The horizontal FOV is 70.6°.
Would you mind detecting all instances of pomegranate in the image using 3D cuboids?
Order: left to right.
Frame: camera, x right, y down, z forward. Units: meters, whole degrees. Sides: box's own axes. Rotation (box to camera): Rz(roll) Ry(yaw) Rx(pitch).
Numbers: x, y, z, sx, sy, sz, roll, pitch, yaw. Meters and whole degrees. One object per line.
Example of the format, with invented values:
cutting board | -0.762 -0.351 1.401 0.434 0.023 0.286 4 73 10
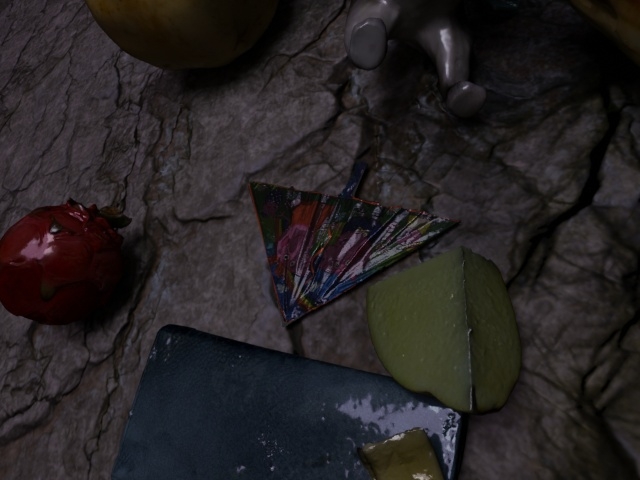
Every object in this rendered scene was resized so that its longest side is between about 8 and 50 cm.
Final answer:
pomegranate | -0.234 -0.455 0.765 0.332 0.332 0.333 -13 58 22

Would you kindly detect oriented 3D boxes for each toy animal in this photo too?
toy animal | 0.126 -0.362 0.505 0.194 0.344 0.303 10 47 -4

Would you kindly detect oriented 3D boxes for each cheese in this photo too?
cheese | 0.069 0.196 0.350 0.060 0.041 0.084 -22 52 7

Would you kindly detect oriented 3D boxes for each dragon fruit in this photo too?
dragon fruit | -0.372 0.036 0.655 0.209 0.172 0.172 -48 51 10

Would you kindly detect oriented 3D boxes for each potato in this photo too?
potato | 0.109 0.096 0.420 0.120 0.081 0.149 -30 42 43

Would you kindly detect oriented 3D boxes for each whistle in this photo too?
whistle | 0.220 -0.374 0.636 0.039 0.039 0.186 -26 54 14

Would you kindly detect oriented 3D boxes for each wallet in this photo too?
wallet | -0.054 0.204 0.459 0.378 0.046 0.191 5 69 29

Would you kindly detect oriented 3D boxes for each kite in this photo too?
kite | 0.000 0.000 0.566 0.321 0.016 0.234 14 73 34

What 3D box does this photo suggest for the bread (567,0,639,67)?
bread | 0.396 -0.252 0.362 0.314 0.191 0.370 -50 61 28
